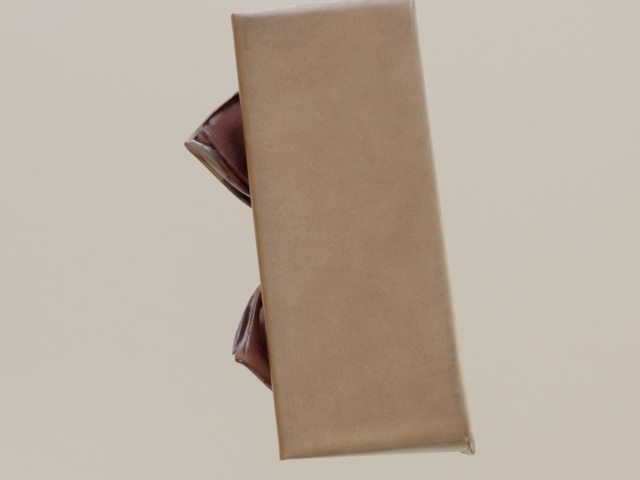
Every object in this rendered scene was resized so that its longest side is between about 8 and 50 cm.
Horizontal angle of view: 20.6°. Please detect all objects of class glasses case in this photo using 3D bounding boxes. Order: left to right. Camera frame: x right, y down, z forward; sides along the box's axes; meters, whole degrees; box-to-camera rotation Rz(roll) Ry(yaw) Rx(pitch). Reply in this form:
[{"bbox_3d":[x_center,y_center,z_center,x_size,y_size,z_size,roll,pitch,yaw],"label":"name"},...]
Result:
[{"bbox_3d":[0.000,0.000,0.732,0.070,0.102,0.194,84,-1,-79],"label":"glasses case"}]
